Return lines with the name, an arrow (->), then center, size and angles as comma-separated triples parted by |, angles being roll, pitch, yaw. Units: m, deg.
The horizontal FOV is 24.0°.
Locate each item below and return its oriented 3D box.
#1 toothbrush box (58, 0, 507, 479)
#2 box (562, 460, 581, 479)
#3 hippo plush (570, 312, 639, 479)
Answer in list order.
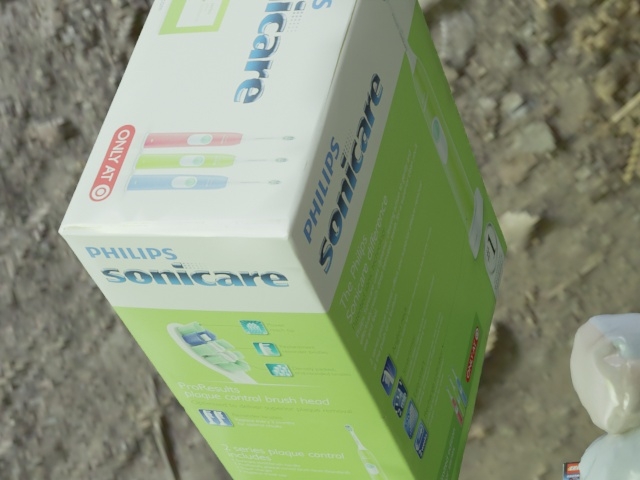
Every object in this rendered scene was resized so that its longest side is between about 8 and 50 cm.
toothbrush box -> 0.000, 0.000, 0.811 | 0.122, 0.206, 0.283 | 1, 144, 22
box -> 0.267, 0.210, 1.234 | 0.137, 0.094, 0.027 | -5, 109, 13
hippo plush -> 0.319, 0.121, 0.932 | 0.294, 0.236, 0.234 | -25, 95, -9
